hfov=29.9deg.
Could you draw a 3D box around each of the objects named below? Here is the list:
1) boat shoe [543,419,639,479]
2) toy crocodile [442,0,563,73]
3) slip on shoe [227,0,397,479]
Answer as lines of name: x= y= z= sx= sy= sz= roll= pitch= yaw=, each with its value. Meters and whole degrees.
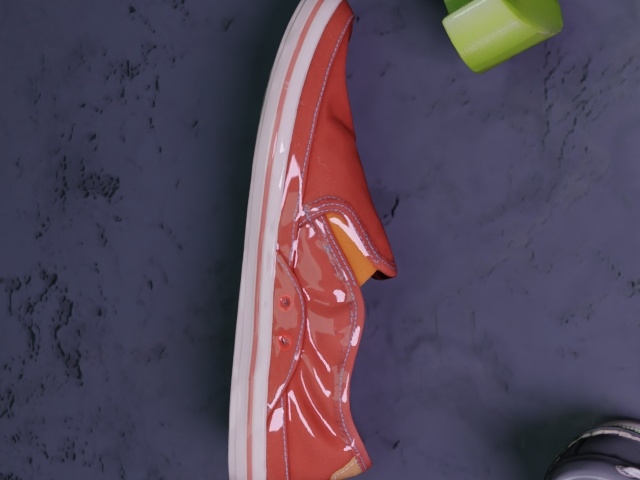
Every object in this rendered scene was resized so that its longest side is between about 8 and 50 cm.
boat shoe: x=0.240 y=0.225 z=0.629 sx=0.319 sy=0.099 sz=0.116 roll=45 pitch=109 yaw=23
toy crocodile: x=0.078 y=-0.266 z=0.727 sx=0.115 sy=0.105 sz=0.340 roll=-11 pitch=84 yaw=31
slip on shoe: x=0.000 y=0.000 z=0.784 sx=0.101 sy=0.123 sz=0.331 roll=4 pitch=86 yaw=-1
